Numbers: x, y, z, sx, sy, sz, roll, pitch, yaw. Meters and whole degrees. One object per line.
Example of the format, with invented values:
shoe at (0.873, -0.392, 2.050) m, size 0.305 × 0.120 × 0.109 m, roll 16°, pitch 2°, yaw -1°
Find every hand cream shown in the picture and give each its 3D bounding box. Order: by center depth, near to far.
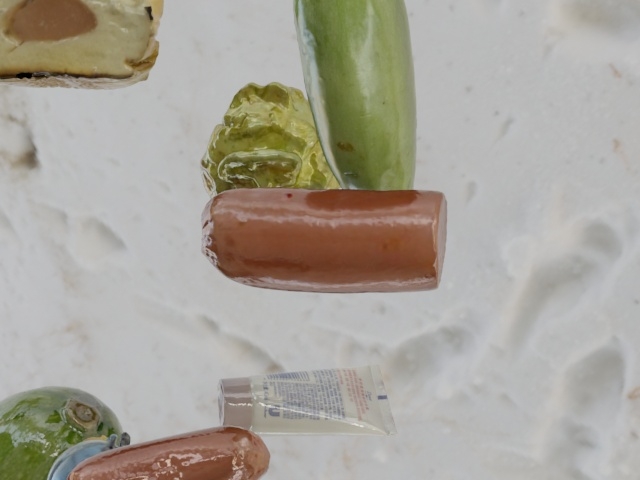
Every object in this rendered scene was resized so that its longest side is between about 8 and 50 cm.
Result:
hand cream at (-0.022, 0.230, 1.536) m, size 0.133 × 0.248 × 0.083 m, roll -100°, pitch 15°, yaw -45°

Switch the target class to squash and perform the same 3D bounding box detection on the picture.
squash at (0.046, -0.142, 1.133) m, size 0.118 × 0.118 × 0.370 m, roll 21°, pitch 142°, yaw 32°
squash at (-0.403, 0.327, 1.518) m, size 0.310 × 0.310 × 0.308 m, roll 36°, pitch 103°, yaw 19°

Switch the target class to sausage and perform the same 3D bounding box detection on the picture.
sausage at (-0.140, 0.217, 0.987) m, size 0.077 × 0.194 × 0.077 m, roll 168°, pitch 90°, yaw -78°
sausage at (0.000, 0.000, 1.112) m, size 0.259 × 0.113 × 0.113 m, roll 1°, pitch 121°, yaw 10°

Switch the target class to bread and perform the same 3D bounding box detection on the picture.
bread at (-0.307, -0.278, 1.312) m, size 0.211 × 0.224 × 0.183 m, roll 9°, pitch 99°, yaw 44°

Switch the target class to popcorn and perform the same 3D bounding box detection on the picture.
popcorn at (-0.065, -0.096, 1.444) m, size 0.181 × 0.216 × 0.235 m, roll 27°, pitch 150°, yaw 19°

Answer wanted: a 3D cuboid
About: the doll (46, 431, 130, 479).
doll at (-0.239, 0.324, 1.223) m, size 0.141 × 0.177 × 0.314 m, roll 30°, pitch -179°, yaw -24°
